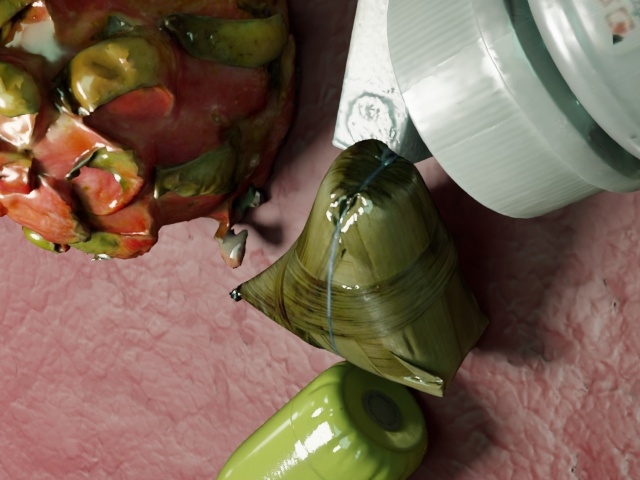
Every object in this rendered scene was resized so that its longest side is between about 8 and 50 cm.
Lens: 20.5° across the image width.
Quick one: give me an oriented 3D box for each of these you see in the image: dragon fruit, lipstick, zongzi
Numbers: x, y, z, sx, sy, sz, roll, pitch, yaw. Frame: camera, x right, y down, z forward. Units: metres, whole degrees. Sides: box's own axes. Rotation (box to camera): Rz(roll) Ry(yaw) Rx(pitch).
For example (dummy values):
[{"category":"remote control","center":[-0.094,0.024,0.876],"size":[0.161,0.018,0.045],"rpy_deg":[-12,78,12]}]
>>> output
[{"category":"dragon fruit","center":[-0.185,-0.128,1.415],"size":[0.314,0.263,0.296],"rpy_deg":[44,123,17]},{"category":"lipstick","center":[0.078,-0.215,1.328],"size":[0.066,0.068,0.317],"rpy_deg":[23,115,28]},{"category":"zongzi","center":[0.000,0.000,1.383],"size":[0.242,0.112,0.221],"rpy_deg":[19,144,34]}]

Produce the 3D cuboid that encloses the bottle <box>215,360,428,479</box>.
[{"category":"bottle","center":[-0.026,0.209,1.494],"size":[0.260,0.112,0.112],"rpy_deg":[-43,77,35]}]

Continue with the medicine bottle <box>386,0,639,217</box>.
[{"category":"medicine bottle","center":[0.218,-0.158,1.135],"size":[0.306,0.245,0.245],"rpy_deg":[-27,87,38]}]
